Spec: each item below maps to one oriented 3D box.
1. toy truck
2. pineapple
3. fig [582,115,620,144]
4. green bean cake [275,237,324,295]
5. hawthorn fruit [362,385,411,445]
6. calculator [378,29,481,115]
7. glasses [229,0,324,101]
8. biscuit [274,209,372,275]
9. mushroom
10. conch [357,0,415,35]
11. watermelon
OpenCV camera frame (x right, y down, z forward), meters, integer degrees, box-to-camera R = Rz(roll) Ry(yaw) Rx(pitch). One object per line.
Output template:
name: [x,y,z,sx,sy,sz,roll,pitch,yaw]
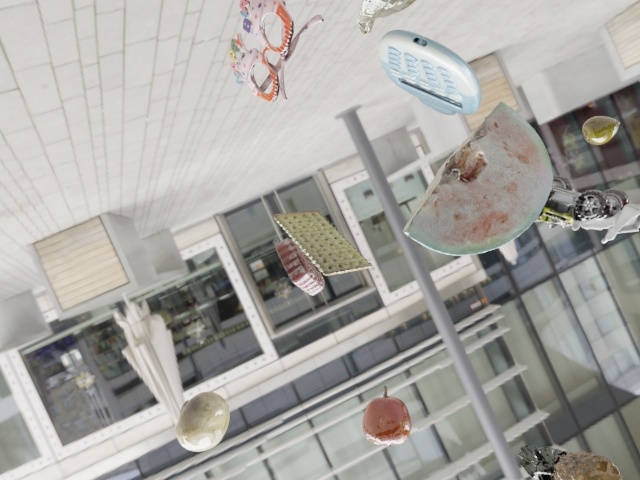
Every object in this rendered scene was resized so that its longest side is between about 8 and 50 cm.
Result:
toy truck: [0.532,-0.065,1.085,0.136,0.111,0.286,-5,-158,-41]
pineapple: [0.507,0.480,1.097,0.111,0.119,0.237,-53,-176,-15]
fig: [0.716,-0.283,1.342,0.088,0.073,0.074,-23,-179,2]
green bean cake: [-0.049,0.067,1.374,0.056,0.135,0.135,-34,148,7]
hawthorn fruit: [0.254,0.675,2.029,0.197,0.225,0.196,1,154,0]
calculator: [0.194,-0.286,0.929,0.042,0.188,0.303,-64,163,7]
glasses: [-0.097,-0.386,0.998,0.095,0.162,0.255,-32,157,-43]
biscuit: [0.000,0.000,1.189,0.139,0.231,0.016,-8,130,-37]
mushroom: [-0.332,0.507,1.481,0.127,0.166,0.166,13,-154,37]
conch: [0.128,-0.505,1.027,0.207,0.130,0.155,-51,154,16]
watermelon: [0.312,-0.088,1.035,0.321,0.188,0.175,-49,177,1]
